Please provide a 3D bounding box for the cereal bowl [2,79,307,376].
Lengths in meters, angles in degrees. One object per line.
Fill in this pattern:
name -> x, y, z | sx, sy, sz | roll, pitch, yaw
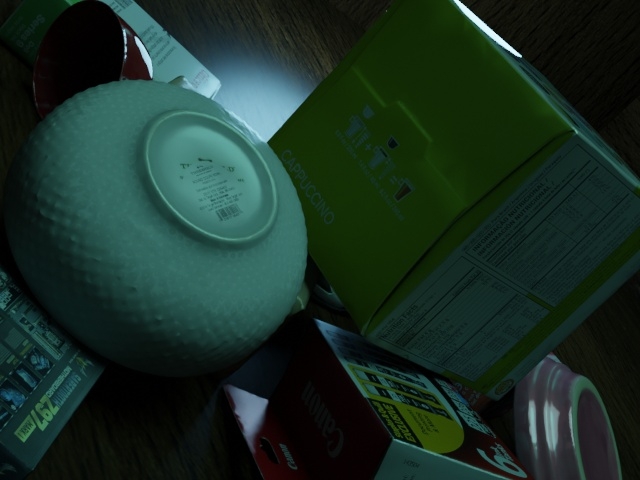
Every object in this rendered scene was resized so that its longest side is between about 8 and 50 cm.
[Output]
cereal bowl -> -0.147, -0.035, 1.269 | 0.339, 0.141, 0.339 | 23, 47, -27

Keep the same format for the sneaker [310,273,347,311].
sneaker -> 0.000, 0.000, 1.862 | 0.330, 0.146, 0.122 | 31, 22, -40

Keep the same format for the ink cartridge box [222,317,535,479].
ink cartridge box -> 0.058, 0.222, 1.377 | 0.272, 0.130, 0.309 | 22, 12, -24

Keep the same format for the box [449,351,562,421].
box -> 0.267, 0.203, 2.004 | 0.154, 0.142, 0.300 | 51, 20, 18

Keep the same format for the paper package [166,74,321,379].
paper package -> -0.153, -0.023, 1.547 | 0.325, 0.168, 0.309 | 45, 19, -5

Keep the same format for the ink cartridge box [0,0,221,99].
ink cartridge box -> -0.304, -0.267, 1.791 | 0.289, 0.121, 0.211 | 42, 19, -11

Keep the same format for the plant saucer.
plant saucer -> 0.392, 0.339, 1.868 | 0.332, 0.084, 0.332 | 41, 41, -50

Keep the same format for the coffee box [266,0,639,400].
coffee box -> 0.180, -0.060, 1.534 | 0.334, 0.338, 0.337 | 27, 22, -48

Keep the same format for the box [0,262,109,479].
box -> -0.307, 0.113, 1.106 | 0.183, 0.059, 0.232 | 43, 18, -8

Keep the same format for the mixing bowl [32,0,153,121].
mixing bowl -> -0.291, -0.220, 1.623 | 0.098, 0.181, 0.181 | 15, 36, -50
